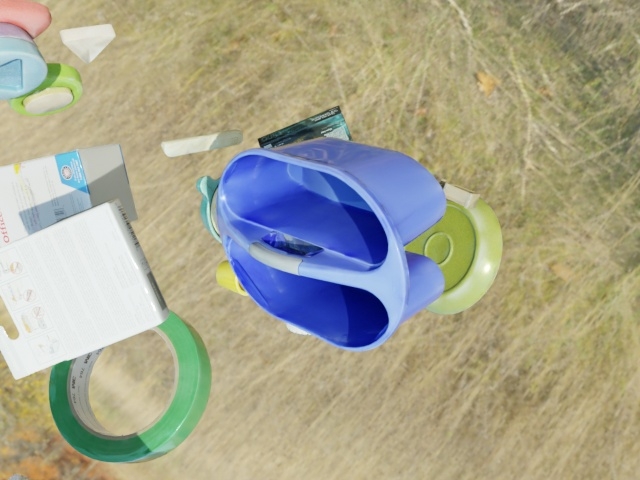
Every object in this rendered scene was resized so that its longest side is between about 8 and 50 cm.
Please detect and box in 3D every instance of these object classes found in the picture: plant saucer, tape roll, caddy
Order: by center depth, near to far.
[{"bbox_3d":[0.000,0.000,0.943,0.341,0.179,0.241,19,121,42],"label":"caddy"},{"bbox_3d":[0.234,0.019,1.390,0.037,0.240,0.241,16,178,-40],"label":"plant saucer"},{"bbox_3d":[-0.382,0.281,1.467,0.321,0.321,0.077,34,171,21],"label":"tape roll"}]

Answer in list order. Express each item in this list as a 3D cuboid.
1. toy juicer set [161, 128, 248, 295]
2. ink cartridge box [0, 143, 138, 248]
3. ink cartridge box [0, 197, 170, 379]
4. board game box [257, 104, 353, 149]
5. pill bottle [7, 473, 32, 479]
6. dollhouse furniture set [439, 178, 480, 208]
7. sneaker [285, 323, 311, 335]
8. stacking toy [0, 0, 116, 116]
[{"bbox_3d":[-0.143,-0.079,1.337,0.090,0.209,0.329,6,128,36],"label":"toy juicer set"},{"bbox_3d":[-0.531,-0.090,1.492,0.233,0.168,0.171,-9,100,15],"label":"ink cartridge box"},{"bbox_3d":[-0.359,0.068,1.041,0.066,0.232,0.189,-70,-42,-79],"label":"ink cartridge box"},{"bbox_3d":[-0.027,-0.208,1.567,0.126,0.186,0.026,62,-171,-55],"label":"board game box"},{"bbox_3d":[-0.367,0.462,1.067,0.265,0.153,0.153,41,158,-21],"label":"pill bottle"},{"bbox_3d":[0.160,-0.070,1.309,0.182,0.161,0.101,27,107,30],"label":"dollhouse furniture set"},{"bbox_3d":[0.053,0.139,1.556,0.107,0.275,0.109,-85,-11,-68],"label":"sneaker"},{"bbox_3d":[-0.478,-0.232,1.170,0.309,0.280,0.130,-34,73,43],"label":"stacking toy"}]
